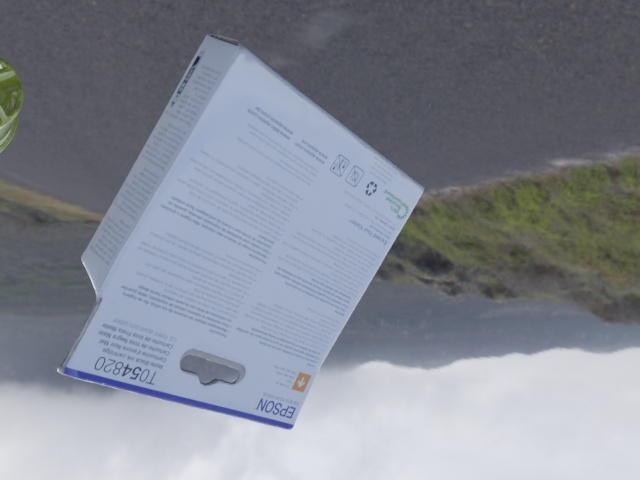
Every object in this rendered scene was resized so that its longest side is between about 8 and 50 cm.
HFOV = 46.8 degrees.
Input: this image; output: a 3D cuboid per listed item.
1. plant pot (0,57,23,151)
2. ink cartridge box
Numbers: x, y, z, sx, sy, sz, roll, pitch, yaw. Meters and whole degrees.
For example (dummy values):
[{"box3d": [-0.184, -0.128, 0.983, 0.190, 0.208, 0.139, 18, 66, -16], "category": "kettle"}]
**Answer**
[{"box3d": [-0.839, -0.336, 1.779, 0.276, 0.276, 0.254, 10, 171, -36], "category": "plant pot"}, {"box3d": [-0.047, 0.010, 0.521, 0.045, 0.224, 0.223, 28, 179, 43], "category": "ink cartridge box"}]
